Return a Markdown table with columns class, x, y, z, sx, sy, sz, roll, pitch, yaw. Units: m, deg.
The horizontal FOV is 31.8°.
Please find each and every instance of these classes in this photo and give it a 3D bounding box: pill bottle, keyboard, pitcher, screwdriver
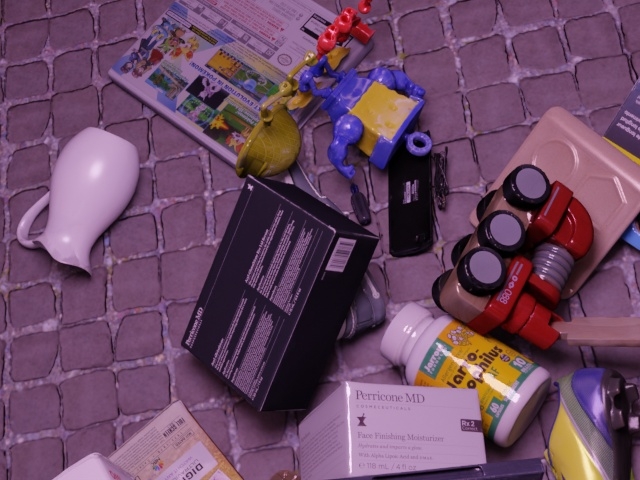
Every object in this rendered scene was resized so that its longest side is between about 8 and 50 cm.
| class | x | y | z | sx | sy | sz | roll | pitch | yaw |
| --- | --- | --- | --- | --- | --- | --- | --- | --- | --- |
| pill bottle | 0.187 | 0.170 | 1.479 | 0.208 | 0.118 | 0.118 | 32 | 76 | 24 |
| keyboard | 0.149 | -0.068 | 1.653 | 0.100 | 0.038 | 0.192 | -14 | 62 | 32 |
| pitcher | -0.377 | -0.069 | 1.722 | 0.177 | 0.125 | 0.207 | 17 | 81 | 35 |
| screwdriver | 0.047 | -0.093 | 1.692 | 0.024 | 0.025 | 0.170 | -19 | 54 | 4 |

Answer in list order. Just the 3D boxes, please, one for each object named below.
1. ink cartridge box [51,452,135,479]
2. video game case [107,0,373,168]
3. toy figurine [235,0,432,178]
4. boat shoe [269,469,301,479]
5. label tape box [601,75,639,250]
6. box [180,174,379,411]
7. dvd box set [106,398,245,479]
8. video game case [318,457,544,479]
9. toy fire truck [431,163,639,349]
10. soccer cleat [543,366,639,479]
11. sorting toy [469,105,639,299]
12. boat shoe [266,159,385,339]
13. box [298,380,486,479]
| class | x | y | z | sx | sy | sz | roll | pitch | yaw |
| --- | --- | --- | --- | --- | --- | --- | --- | --- | --- |
| ink cartridge box | -0.240 | 0.387 | 1.380 | 0.092 | 0.158 | 0.218 | -32 | 62 | -3 |
| video game case | -0.132 | -0.292 | 1.810 | 0.329 | 0.036 | 0.300 | 36 | 77 | 23 |
| toy figurine | 0.064 | -0.184 | 1.598 | 0.217 | 0.191 | 0.363 | 35 | 53 | 0 |
| boat shoe | 0.002 | 0.370 | 1.458 | 0.178 | 0.060 | 0.064 | 38 | 83 | 22 |
| label tape box | 0.529 | -0.132 | 1.530 | 0.240 | 0.106 | 0.334 | 38 | 109 | 24 |
| box | -0.058 | 0.070 | 1.505 | 0.184 | 0.103 | 0.261 | 33 | 106 | 37 |
| dvd box set | -0.175 | 0.457 | 1.457 | 0.307 | 0.062 | 0.420 | -41 | 64 | -8 |
| video game case | 0.116 | 0.337 | 1.335 | 0.274 | 0.196 | 0.026 | -4 | 44 | -10 |
| toy fire truck | 0.305 | 0.045 | 1.448 | 0.246 | 0.158 | 0.217 | 34 | 64 | -3 |
| soccer cleat | 0.339 | 0.304 | 1.416 | 0.121 | 0.093 | 0.289 | -12 | 64 | 41 |
| sorting toy | 0.337 | -0.053 | 1.565 | 0.193 | 0.038 | 0.208 | 44 | 106 | 25 |
| boat shoe | 0.000 | 0.000 | 1.621 | 0.099 | 0.116 | 0.320 | -9 | 57 | -23 |
| box | 0.085 | 0.261 | 1.392 | 0.180 | 0.182 | 0.119 | 5 | 63 | -18 |
